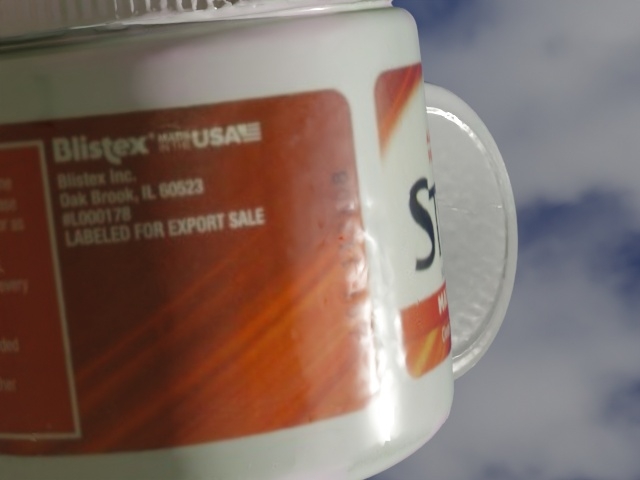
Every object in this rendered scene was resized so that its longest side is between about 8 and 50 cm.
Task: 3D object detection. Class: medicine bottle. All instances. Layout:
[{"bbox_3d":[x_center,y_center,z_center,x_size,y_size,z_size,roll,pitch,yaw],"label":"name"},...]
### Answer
[{"bbox_3d":[0.000,0.000,1.254,0.232,0.238,0.238,-1,-131,43],"label":"medicine bottle"},{"bbox_3d":[-0.074,-0.018,0.720,0.253,0.240,0.252,-7,-171,1],"label":"medicine bottle"}]
